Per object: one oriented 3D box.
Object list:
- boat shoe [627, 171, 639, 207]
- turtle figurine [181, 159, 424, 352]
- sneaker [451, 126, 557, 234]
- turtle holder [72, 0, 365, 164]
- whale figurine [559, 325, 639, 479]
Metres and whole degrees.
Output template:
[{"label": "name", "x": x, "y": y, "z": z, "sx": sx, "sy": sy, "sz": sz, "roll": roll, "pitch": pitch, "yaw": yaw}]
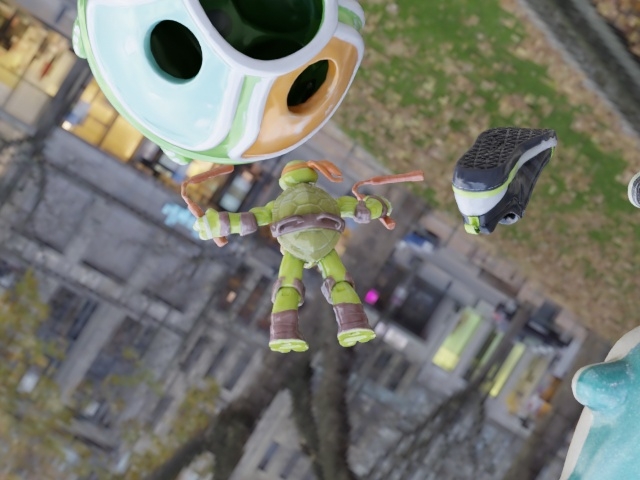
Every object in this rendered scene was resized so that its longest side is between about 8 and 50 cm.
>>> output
[{"label": "boat shoe", "x": 0.392, "y": -0.054, "z": 1.340, "sx": 0.152, "sy": 0.056, "sz": 0.049, "roll": -5, "pitch": -168, "yaw": 1}, {"label": "turtle figurine", "x": 0.000, "y": 0.000, "z": 1.368, "sx": 0.270, "sy": 0.217, "sz": 0.087, "roll": -3, "pitch": 159, "yaw": -18}, {"label": "sneaker", "x": 0.214, "y": -0.070, "z": 1.570, "sx": 0.084, "sy": 0.097, "sz": 0.235, "roll": 7, "pitch": -156, "yaw": 31}, {"label": "turtle holder", "x": -0.087, "y": -0.226, "z": 1.137, "sx": 0.243, "sy": 0.320, "sz": 0.227, "roll": -11, "pitch": -178, "yaw": -16}, {"label": "whale figurine", "x": 0.310, "y": 0.199, "z": 1.213, "sx": 0.216, "sy": 0.272, "sz": 0.141, "roll": 50, "pitch": 171, "yaw": -22}]
